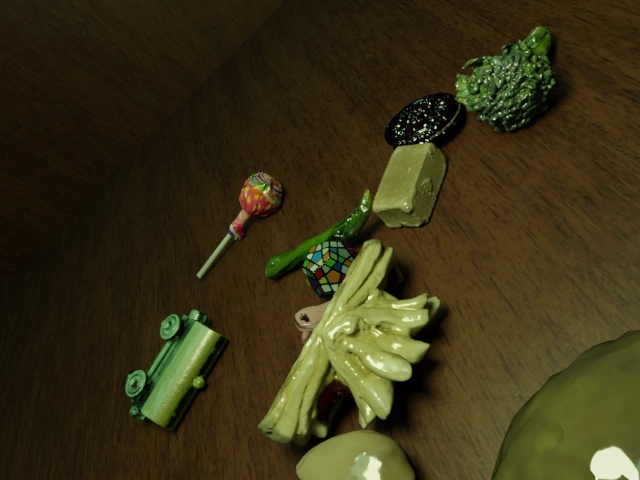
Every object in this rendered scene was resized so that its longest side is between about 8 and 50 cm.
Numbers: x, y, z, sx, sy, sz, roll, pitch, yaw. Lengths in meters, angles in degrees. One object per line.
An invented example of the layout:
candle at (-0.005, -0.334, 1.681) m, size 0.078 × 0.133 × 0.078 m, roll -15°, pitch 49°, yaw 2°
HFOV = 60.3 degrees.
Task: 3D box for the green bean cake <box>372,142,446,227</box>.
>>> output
green bean cake at (0.194, -0.119, 1.193) m, size 0.109 × 0.085 × 0.179 m, roll -5°, pitch 55°, yaw 48°

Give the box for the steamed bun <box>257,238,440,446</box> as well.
steamed bun at (0.075, 0.186, 0.979) m, size 0.428 × 0.189 × 0.247 m, roll -58°, pitch -6°, yaw -22°

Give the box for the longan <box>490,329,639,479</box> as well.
longan at (0.337, 0.267, 0.454) m, size 0.391 × 0.391 × 0.391 m, roll -28°, pitch 41°, yaw 28°

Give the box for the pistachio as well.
pistachio at (0.055, 0.369, 0.872) m, size 0.223 × 0.152 × 0.126 m, roll -19°, pitch 89°, yaw 45°

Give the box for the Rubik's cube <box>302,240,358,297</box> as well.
Rubik's cube at (0.026, 0.062, 1.188) m, size 0.133 × 0.112 × 0.133 m, roll -29°, pitch 39°, yaw 27°

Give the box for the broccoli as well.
broccoli at (0.385, -0.339, 1.145) m, size 0.198 × 0.177 × 0.275 m, roll -24°, pitch 23°, yaw 35°

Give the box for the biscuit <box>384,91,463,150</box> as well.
biscuit at (0.239, -0.276, 1.283) m, size 0.194 × 0.053 × 0.195 m, roll -27°, pitch 32°, yaw 18°

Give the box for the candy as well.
candy at (-0.243, -0.034, 1.578) m, size 0.365 × 0.124 × 0.124 m, roll -52°, pitch 35°, yaw 9°

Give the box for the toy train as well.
toy train at (-0.363, 0.317, 1.367) m, size 0.189 × 0.126 × 0.308 m, roll 14°, pitch 69°, yaw 51°

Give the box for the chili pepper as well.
chili pepper at (0.000, 0.000, 1.288) m, size 0.359 × 0.076 × 0.085 m, roll -32°, pitch 15°, yaw 37°

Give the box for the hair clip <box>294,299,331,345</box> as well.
hair clip at (0.019, 0.183, 1.161) m, size 0.138 × 0.102 × 0.123 m, roll -23°, pitch 34°, yaw -18°
